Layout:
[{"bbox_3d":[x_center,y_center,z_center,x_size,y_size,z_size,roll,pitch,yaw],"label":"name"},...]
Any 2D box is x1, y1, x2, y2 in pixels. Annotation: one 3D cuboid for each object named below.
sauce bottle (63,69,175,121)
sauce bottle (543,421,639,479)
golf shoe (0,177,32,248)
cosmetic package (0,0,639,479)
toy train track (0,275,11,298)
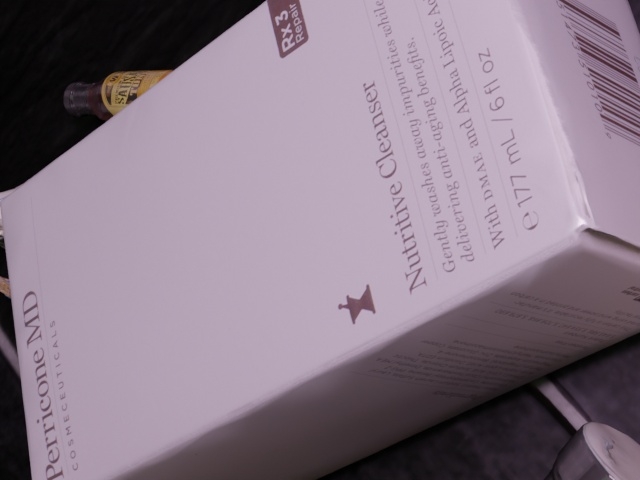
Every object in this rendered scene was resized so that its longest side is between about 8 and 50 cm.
[{"bbox_3d":[-0.134,-0.100,0.967,0.128,0.042,0.042,3,83,38],"label":"sauce bottle"},{"bbox_3d":[0.058,0.241,0.696,0.344,0.111,0.111,-53,54,20],"label":"sauce bottle"},{"bbox_3d":[-0.194,-0.024,1.001,0.176,0.069,0.086,9,67,37],"label":"golf shoe"},{"bbox_3d":[0.000,0.000,0.754,0.385,0.156,0.217,-31,60,32],"label":"cosmetic package"},{"bbox_3d":[-0.223,0.043,1.032,0.083,0.014,0.048,21,102,46],"label":"toy train track"}]
